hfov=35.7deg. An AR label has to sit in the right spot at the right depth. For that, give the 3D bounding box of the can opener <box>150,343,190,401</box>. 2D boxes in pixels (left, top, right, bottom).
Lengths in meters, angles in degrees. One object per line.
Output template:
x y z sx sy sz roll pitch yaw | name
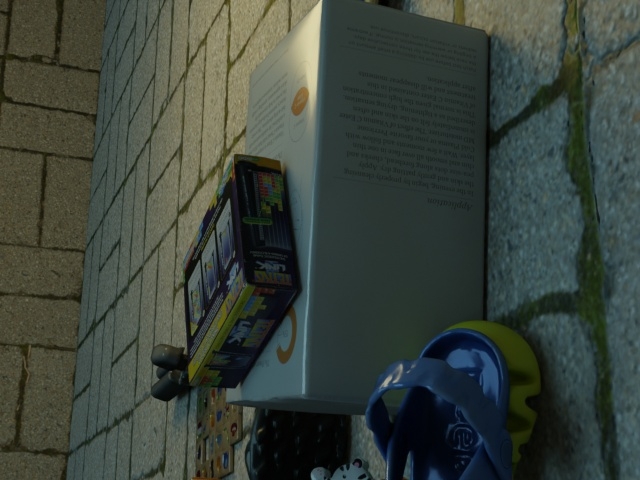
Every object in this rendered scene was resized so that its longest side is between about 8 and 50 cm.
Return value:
-0.256 0.216 1.726 0.280 0.093 0.074 130 158 -63 | can opener

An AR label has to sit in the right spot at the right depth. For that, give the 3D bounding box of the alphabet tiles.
-0.162 0.279 1.565 0.237 0.009 0.198 136 138 -58 | alphabet tiles

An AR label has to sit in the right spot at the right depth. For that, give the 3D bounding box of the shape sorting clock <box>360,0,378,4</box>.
0.030 -0.213 1.161 0.206 0.040 0.206 -161 90 -80 | shape sorting clock

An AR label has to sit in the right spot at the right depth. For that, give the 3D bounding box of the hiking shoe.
-0.047 0.277 1.107 0.132 0.113 0.304 168 108 -68 | hiking shoe

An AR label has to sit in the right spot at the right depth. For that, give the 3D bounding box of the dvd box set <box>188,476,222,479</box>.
-0.176 0.600 1.414 0.420 0.062 0.308 -109 33 -50 | dvd box set

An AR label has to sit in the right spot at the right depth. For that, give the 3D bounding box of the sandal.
0.086 0.207 0.707 0.126 0.138 0.317 -11 71 30 | sandal

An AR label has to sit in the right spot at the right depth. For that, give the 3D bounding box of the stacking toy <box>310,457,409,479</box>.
0.054 0.295 0.817 0.167 0.052 0.221 46 -147 -61 | stacking toy

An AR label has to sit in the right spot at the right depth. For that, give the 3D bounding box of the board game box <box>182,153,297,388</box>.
-0.076 0.031 0.886 0.170 0.048 0.141 122 146 -47 | board game box

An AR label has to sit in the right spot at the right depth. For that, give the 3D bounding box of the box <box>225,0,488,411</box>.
0.031 -0.015 0.929 0.215 0.168 0.345 155 121 -66 | box
